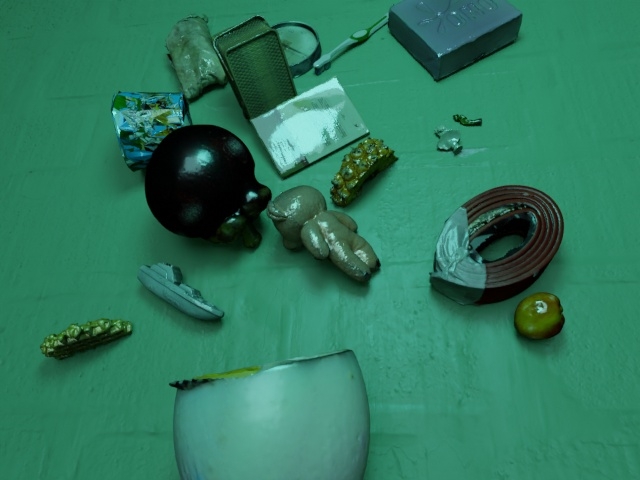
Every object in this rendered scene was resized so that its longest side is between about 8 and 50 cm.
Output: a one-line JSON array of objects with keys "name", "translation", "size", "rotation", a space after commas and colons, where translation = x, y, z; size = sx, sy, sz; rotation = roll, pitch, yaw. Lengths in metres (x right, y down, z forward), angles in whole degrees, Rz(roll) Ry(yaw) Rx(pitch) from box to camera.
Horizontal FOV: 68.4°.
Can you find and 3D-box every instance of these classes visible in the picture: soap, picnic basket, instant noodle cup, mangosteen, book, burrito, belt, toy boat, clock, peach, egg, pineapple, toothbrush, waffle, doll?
[{"name": "soap", "translation": [0.399, -0.660, 1.436], "size": [0.296, 0.107, 0.285], "rotation": [-29, 60, -8]}, {"name": "picnic basket", "translation": [-0.182, -0.476, 1.339], "size": [0.165, 0.266, 0.139], "rotation": [-28, 45, -8]}, {"name": "instant noodle cup", "translation": [-0.461, -0.317, 1.337], "size": [0.178, 0.240, 0.240], "rotation": [-8, 61, -6]}, {"name": "mangosteen", "translation": [-0.276, -0.140, 1.169], "size": [0.314, 0.297, 0.296], "rotation": [17, 67, 21]}, {"name": "book", "translation": [-0.029, -0.324, 1.337], "size": [0.290, 0.026, 0.201], "rotation": [-28, 82, -7]}, {"name": "burrito", "translation": [-0.418, -0.612, 1.547], "size": [0.175, 0.107, 0.347], "rotation": [-14, 63, -14]}, {"name": "belt", "translation": [0.396, 0.017, 1.076], "size": [0.324, 0.115, 0.227], "rotation": [-36, 62, -9]}, {"name": "toy boat", "translation": [-0.338, 0.124, 1.159], "size": [0.261, 0.078, 0.085], "rotation": [26, 84, 23]}, {"name": "clock", "translation": [-0.110, -0.621, 1.528], "size": [0.226, 0.049, 0.225], "rotation": [-4, 62, 8]}, {"name": "peach", "translation": [0.463, 0.161, 1.004], "size": [0.101, 0.100, 0.100], "rotation": [-4, 62, 7]}, {"name": "egg", "translation": [-0.074, 0.387, 0.841], "size": [0.355, 0.354, 0.339], "rotation": [-11, 78, 3]}, {"name": "pineapple", "translation": [0.112, -0.195, 1.222], "size": [0.079, 0.135, 0.233], "rotation": [35, 71, 23]}, {"name": "toothbrush", "translation": [0.135, -0.664, 1.515], "size": [0.418, 0.040, 0.042], "rotation": [-42, 62, -13]}, {"name": "waffle", "translation": [-0.570, 0.237, 1.137], "size": [0.192, 0.161, 0.046], "rotation": [-32, 65, 25]}, {"name": "doll", "translation": [0.000, 0.000, 1.157], "size": [0.303, 0.156, 0.201], "rotation": [46, 35, 8]}]

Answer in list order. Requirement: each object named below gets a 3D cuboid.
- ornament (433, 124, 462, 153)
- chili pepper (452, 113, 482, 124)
[{"name": "ornament", "translation": [0.347, -0.276, 1.279], "size": [0.069, 0.041, 0.092], "rotation": [-15, 71, 27]}, {"name": "chili pepper", "translation": [0.407, -0.335, 1.312], "size": [0.083, 0.022, 0.027], "rotation": [16, 100, 16]}]
